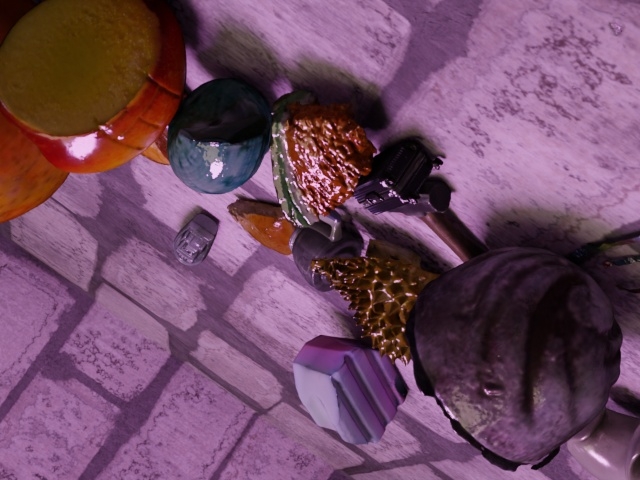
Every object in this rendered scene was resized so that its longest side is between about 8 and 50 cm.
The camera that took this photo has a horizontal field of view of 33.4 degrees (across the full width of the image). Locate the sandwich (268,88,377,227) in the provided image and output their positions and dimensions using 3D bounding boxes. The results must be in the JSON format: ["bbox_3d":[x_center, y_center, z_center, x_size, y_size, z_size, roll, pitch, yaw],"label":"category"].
[{"bbox_3d":[0.009,-0.115,1.464,0.160,0.109,0.185,2,125,24],"label":"sandwich"}]

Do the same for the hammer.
[{"bbox_3d":[0.236,0.034,1.588,0.365,0.043,0.111,43,157,-28],"label":"hammer"}]

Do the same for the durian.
[{"bbox_3d":[0.131,0.093,1.743,0.306,0.172,0.166,25,-153,-25],"label":"durian"}]

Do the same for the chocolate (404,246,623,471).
[{"bbox_3d":[0.290,0.134,1.431,0.303,0.303,0.213,40,125,-14],"label":"chocolate"}]

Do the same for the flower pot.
[{"bbox_3d":[0.581,0.388,1.667,0.367,0.164,0.254,38,164,-14],"label":"flower pot"}]

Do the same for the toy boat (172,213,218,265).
[{"bbox_3d":[-0.269,0.012,2.226,0.078,0.085,0.260,36,160,-5],"label":"toy boat"}]

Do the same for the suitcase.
[{"bbox_3d":[0.099,-0.084,1.454,0.059,0.086,0.126,41,159,-13],"label":"suitcase"}]

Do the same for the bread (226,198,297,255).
[{"bbox_3d":[-0.088,-0.014,1.947,0.154,0.054,0.136,18,157,43],"label":"bread"}]

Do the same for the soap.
[{"bbox_3d":[0.060,0.303,2.218,0.109,0.193,0.324,21,155,31],"label":"soap"}]

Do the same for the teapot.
[{"bbox_3d":[-0.007,0.008,1.796,0.108,0.111,0.149,39,170,33],"label":"teapot"}]

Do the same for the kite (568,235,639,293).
[{"bbox_3d":[0.440,0.030,1.293,0.169,0.015,0.310,38,159,-11],"label":"kite"}]

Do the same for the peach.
[{"bbox_3d":[-0.309,-0.241,1.515,0.249,0.274,0.245,52,-166,-12],"label":"peach"}]

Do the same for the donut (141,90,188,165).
[{"bbox_3d":[-0.266,-0.196,1.764,0.217,0.085,0.141,9,149,50],"label":"donut"}]

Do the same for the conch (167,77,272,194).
[{"bbox_3d":[-0.135,-0.149,1.547,0.196,0.202,0.134,15,134,28],"label":"conch"}]

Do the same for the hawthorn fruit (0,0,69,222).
[{"bbox_3d":[-0.606,-0.224,1.735,0.471,0.472,0.472,30,159,13],"label":"hawthorn fruit"}]
